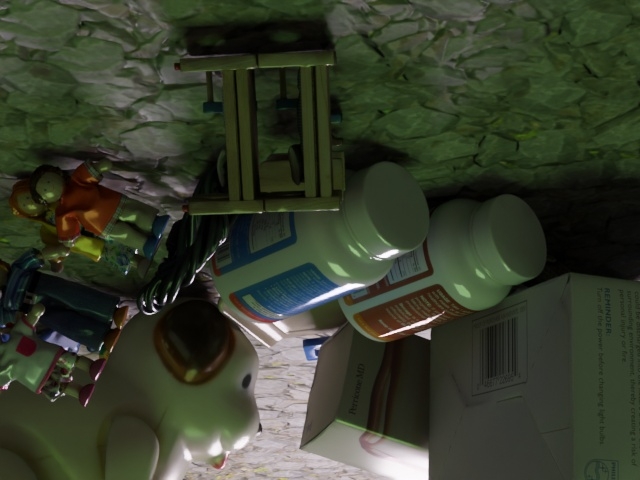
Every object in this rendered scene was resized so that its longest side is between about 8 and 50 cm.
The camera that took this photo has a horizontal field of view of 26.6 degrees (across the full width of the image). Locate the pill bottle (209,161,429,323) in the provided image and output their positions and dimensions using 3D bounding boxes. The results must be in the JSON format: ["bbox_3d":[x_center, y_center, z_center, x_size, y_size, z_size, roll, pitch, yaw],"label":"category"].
[{"bbox_3d":[0.000,0.000,1.360,0.124,0.124,0.221,18,152,-39],"label":"pill bottle"}]

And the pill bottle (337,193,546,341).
[{"bbox_3d":[0.127,0.026,1.435,0.121,0.121,0.216,18,151,-40],"label":"pill bottle"}]

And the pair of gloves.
[{"bbox_3d":[-0.380,0.120,1.768,0.198,0.023,0.159,8,154,-24],"label":"pair of gloves"}]

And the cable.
[{"bbox_3d":[-0.129,-0.001,1.324,0.047,0.150,0.184,35,156,-10],"label":"cable"}]

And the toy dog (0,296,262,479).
[{"bbox_3d":[-0.262,0.227,1.659,0.408,0.395,0.284,-28,161,-8],"label":"toy dog"}]

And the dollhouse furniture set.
[{"bbox_3d":[-0.047,-0.096,1.173,0.129,0.129,0.183,-2,-173,3],"label":"dollhouse furniture set"}]

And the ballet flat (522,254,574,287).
[{"bbox_3d":[0.305,0.053,1.610,0.250,0.058,0.084,26,-179,-39],"label":"ballet flat"}]

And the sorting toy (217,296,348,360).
[{"bbox_3d":[-0.005,0.069,1.635,0.196,0.047,0.347,-13,156,15],"label":"sorting toy"}]

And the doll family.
[{"bbox_3d":[-0.263,0.032,1.349,0.163,0.263,0.118,24,-172,-4],"label":"doll family"}]

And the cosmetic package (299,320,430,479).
[{"bbox_3d":[0.141,0.218,1.669,0.296,0.153,0.129,18,150,-13],"label":"cosmetic package"}]

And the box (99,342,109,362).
[{"bbox_3d":[-0.224,0.166,1.863,0.179,0.043,0.105,-10,157,15],"label":"box"}]

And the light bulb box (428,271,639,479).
[{"bbox_3d":[0.348,0.191,1.473,0.361,0.225,0.358,7,166,-18],"label":"light bulb box"}]
